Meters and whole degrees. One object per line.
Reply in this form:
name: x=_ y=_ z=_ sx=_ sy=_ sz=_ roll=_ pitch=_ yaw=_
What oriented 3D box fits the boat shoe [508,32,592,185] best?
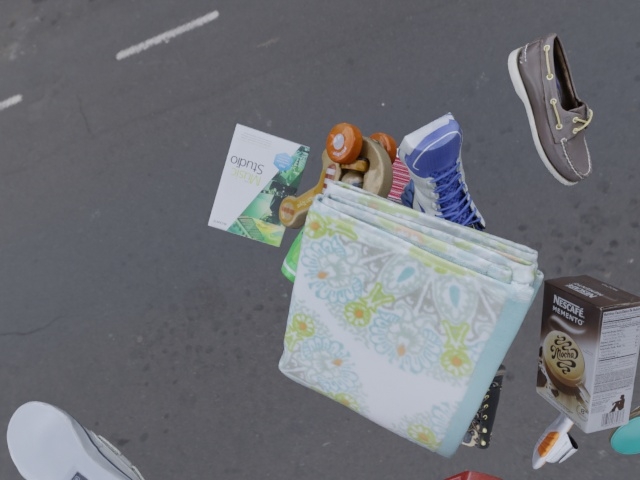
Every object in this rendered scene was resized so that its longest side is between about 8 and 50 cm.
boat shoe: x=0.512 y=-0.273 z=0.979 sx=0.116 sy=0.096 sz=0.325 roll=-29 pitch=98 yaw=-32

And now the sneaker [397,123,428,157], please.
sneaker: x=0.332 y=-0.342 z=1.825 sx=0.152 sy=0.114 sz=0.305 roll=34 pitch=92 yaw=14

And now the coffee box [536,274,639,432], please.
coffee box: x=0.595 y=0.245 z=1.029 sx=0.118 sy=0.168 sz=0.298 roll=-7 pitch=106 yaw=-12

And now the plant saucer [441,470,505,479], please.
plant saucer: x=0.101 y=0.401 z=0.586 sx=0.259 sy=0.258 sz=0.048 roll=-37 pitch=80 yaw=26

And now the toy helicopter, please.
toy helicopter: x=0.025 y=-0.090 z=1.040 sx=0.355 sy=0.140 sz=0.235 roll=-23 pitch=71 yaw=46

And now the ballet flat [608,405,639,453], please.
ballet flat: x=1.049 y=0.539 z=1.431 sx=0.116 sy=0.124 sz=0.343 roll=37 pitch=122 yaw=20

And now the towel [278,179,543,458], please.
towel: x=0.108 y=0.125 z=0.688 sx=0.320 sy=0.090 sz=0.375 roll=23 pitch=121 yaw=20

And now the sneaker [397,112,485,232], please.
sneaker: x=0.249 y=-0.088 z=0.886 sx=0.127 sy=0.315 sz=0.182 roll=-30 pitch=66 yaw=-2

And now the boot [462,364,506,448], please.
boot: x=0.521 y=0.540 z=1.530 sx=0.138 sy=0.377 sz=0.285 roll=12 pitch=83 yaw=27

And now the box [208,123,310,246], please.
box: x=-0.188 y=-0.164 z=1.403 sx=0.232 sy=0.058 sz=0.322 roll=17 pitch=99 yaw=-5

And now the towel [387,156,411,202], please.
towel: x=0.292 y=-0.190 z=1.490 sx=0.198 sy=0.031 sz=0.275 roll=17 pitch=38 yaw=20

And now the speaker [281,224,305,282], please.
speaker: x=0.000 y=0.000 z=1.436 sx=0.131 sy=0.131 sz=0.297 roll=40 pitch=103 yaw=27

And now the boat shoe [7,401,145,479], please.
boat shoe: x=-0.359 y=0.347 z=0.708 sx=0.267 sy=0.088 sz=0.096 roll=30 pitch=73 yaw=9

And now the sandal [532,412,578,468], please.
sandal: x=0.654 y=0.517 z=1.214 sx=0.076 sy=0.102 sz=0.265 roll=30 pitch=108 yaw=17
